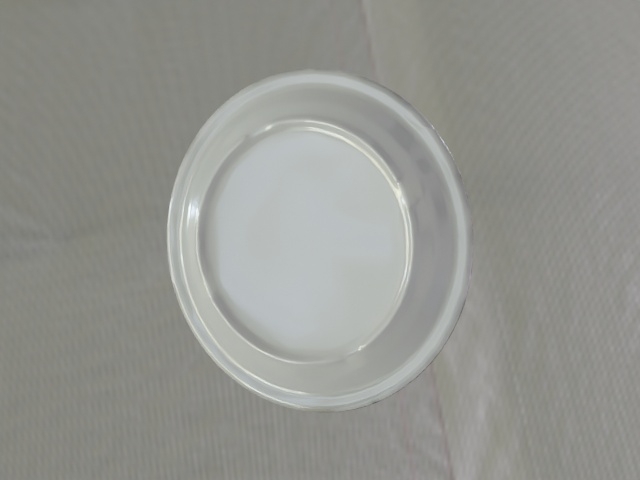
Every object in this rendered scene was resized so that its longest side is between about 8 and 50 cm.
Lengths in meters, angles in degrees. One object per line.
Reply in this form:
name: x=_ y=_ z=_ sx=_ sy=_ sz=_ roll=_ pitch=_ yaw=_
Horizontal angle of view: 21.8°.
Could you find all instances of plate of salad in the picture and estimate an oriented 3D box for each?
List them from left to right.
plate of salad: x=0.000 y=0.000 z=0.968 sx=0.199 sy=0.200 sz=0.048 roll=24 pitch=-167 yaw=24
